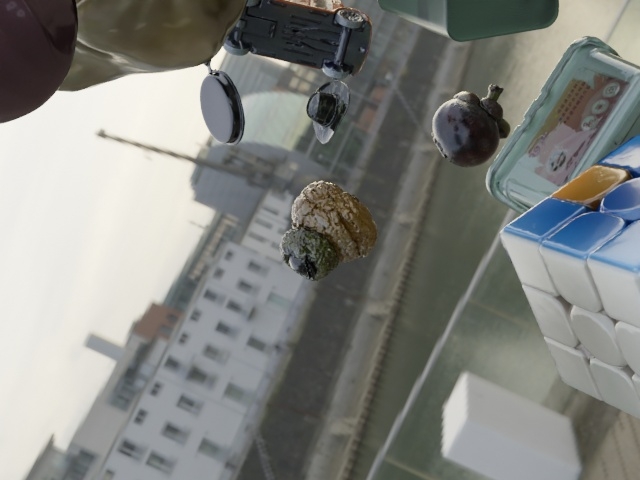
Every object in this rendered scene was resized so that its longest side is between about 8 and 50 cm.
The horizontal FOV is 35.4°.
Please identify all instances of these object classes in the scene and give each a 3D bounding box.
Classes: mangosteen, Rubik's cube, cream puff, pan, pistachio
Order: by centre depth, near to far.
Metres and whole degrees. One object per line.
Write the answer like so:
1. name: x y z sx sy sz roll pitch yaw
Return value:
1. Rubik's cube: 0.479 0.052 1.382 0.290 0.291 0.291 -34 22 -16
2. pistachio: -0.286 -0.376 1.543 0.445 0.282 0.365 -26 -1 29
3. pan: -0.193 -0.279 1.774 0.028 0.235 0.136 -14 -10 -29
4. cream puff: 0.000 0.000 1.933 0.169 0.183 0.183 -48 -6 -23
5. mangosteen: 0.344 -0.250 2.265 0.172 0.183 0.173 165 90 -82

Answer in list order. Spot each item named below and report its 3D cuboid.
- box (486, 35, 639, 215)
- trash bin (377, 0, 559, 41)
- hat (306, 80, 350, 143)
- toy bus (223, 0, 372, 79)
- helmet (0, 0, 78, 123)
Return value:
1. box: 0.441 -0.155 1.621 0.312 0.175 0.182 -59 31 6
2. trash bin: 0.253 -0.457 1.760 0.343 0.222 0.158 -122 24 -60
3. hat: 0.004 -0.238 1.827 0.121 0.050 0.121 -23 61 49
4. toy bus: -0.057 -0.456 2.105 0.153 0.329 0.143 -85 8 -53
5. helmet: -0.416 -0.260 1.129 0.271 0.197 0.338 -34 -31 8
